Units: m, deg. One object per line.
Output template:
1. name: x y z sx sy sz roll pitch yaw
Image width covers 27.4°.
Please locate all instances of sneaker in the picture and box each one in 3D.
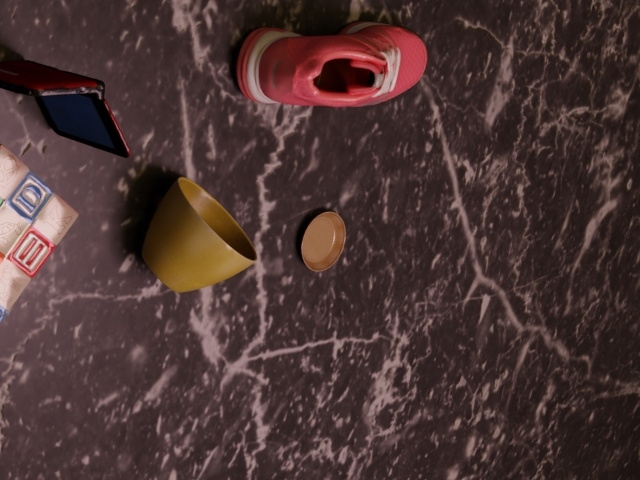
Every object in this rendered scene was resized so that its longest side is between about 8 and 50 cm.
1. sneaker: 0.046 -0.207 1.657 0.314 0.136 0.116 -12 115 -43

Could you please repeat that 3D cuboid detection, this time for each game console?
1. game console: -0.281 -0.132 1.339 0.124 0.144 0.085 -11 111 -44

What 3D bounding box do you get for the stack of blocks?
1. stack of blocks: -0.402 0.036 1.319 0.297 0.087 0.171 -57 136 -14

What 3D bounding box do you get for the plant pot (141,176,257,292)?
1. plant pot: -0.155 0.005 1.553 0.095 0.134 0.134 -42 137 9

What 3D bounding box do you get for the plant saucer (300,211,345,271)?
1. plant saucer: 0.000 0.000 1.778 0.083 0.015 0.083 -19 118 -41
